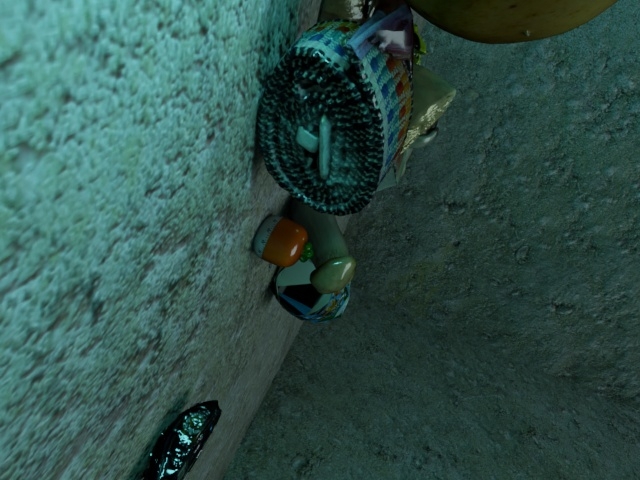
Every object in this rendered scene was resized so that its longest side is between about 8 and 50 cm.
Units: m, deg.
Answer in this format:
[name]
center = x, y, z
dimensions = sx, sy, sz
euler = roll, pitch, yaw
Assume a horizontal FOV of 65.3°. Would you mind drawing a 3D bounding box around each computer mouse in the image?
[computer mouse]
center = -0.272, 0.394, 0.944
dimensions = 0.242, 0.077, 0.146
euler = -56, 168, -47

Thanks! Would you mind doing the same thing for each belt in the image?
[belt]
center = 0.025, -0.190, 0.740
dimensions = 0.295, 0.206, 0.160
euler = 85, 29, -46

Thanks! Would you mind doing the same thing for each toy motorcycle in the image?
[toy motorcycle]
center = 0.282, -0.608, 1.791
dimensions = 0.206, 0.142, 0.342
euler = -49, 160, -72

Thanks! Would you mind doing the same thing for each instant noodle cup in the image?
[instant noodle cup]
center = -0.032, 0.139, 1.509
dimensions = 0.178, 0.240, 0.240
euler = 35, 78, -78

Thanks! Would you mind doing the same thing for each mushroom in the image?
[mushroom]
center = 0.000, 0.000, 1.178
dimensions = 0.329, 0.122, 0.159
euler = -111, -170, -47

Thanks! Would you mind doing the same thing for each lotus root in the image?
[lotus root]
center = 0.068, -0.419, 0.849
dimensions = 0.203, 0.077, 0.183
euler = -55, 167, -57

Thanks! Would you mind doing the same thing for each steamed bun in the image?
[steamed bun]
center = 0.156, -0.316, 1.255
dimensions = 0.276, 0.203, 0.289
euler = -35, 171, -42

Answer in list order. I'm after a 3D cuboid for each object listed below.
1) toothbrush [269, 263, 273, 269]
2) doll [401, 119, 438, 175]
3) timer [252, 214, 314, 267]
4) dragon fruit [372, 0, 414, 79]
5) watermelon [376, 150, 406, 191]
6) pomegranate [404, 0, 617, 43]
[toothbrush]
center = -0.120, 0.040, 1.277
dimensions = 0.011, 0.013, 0.131
euler = -51, 168, -33
[doll]
center = 0.262, -0.354, 1.709
dimensions = 0.370, 0.226, 0.215
euler = -47, 167, 13
[timer]
center = -0.070, 0.006, 1.056
dimensions = 0.136, 0.136, 0.099
euler = -58, 164, -58
[dragon fruit]
center = 0.090, -0.329, 1.012
dimensions = 0.282, 0.100, 0.344
euler = 63, -37, 39
[watermelon]
center = 0.148, -0.314, 1.499
dimensions = 0.258, 0.228, 0.387
euler = 3, 105, -74
[pomegranate]
center = 0.225, -0.422, 0.530
dimensions = 0.416, 0.416, 0.417
euler = 23, 90, -85
